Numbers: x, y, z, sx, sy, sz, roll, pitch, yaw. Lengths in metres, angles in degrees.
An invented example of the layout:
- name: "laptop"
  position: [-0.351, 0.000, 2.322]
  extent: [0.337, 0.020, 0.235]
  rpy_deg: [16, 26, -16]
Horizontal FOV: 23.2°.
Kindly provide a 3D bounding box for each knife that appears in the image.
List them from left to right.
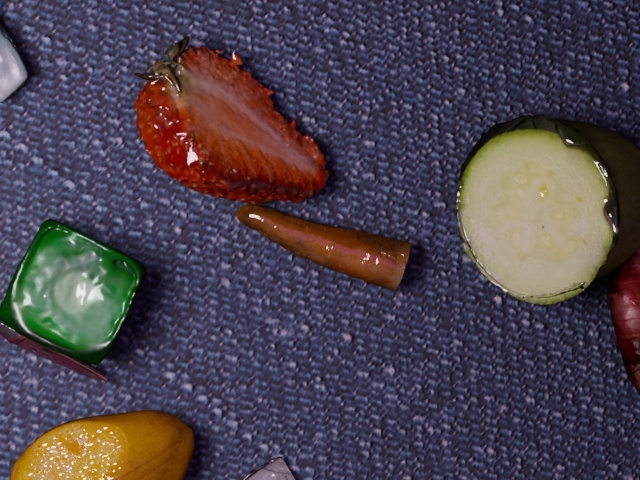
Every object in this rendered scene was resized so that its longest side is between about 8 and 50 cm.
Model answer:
- name: "knife"
  position: [-0.350, 0.104, 1.747]
  extent: [0.247, 0.035, 0.018]
  rpy_deg: [28, 57, -7]

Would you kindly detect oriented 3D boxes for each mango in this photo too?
- name: "mango"
  position: [-0.240, 0.262, 1.743]
  extent: [0.217, 0.102, 0.141]
  rpy_deg: [-27, 73, -13]

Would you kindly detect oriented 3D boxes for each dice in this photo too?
- name: "dice"
  position: [-0.274, 0.056, 1.720]
  extent: [0.131, 0.120, 0.128]
  rpy_deg: [26, 87, -9]

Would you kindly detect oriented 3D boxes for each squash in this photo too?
- name: "squash"
  position: [0.269, -0.039, 1.825]
  extent: [0.220, 0.133, 0.220]
  rpy_deg: [3, 96, 29]

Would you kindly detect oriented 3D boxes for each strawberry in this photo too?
- name: "strawberry"
  position: [-0.120, -0.109, 1.766]
  extent: [0.236, 0.106, 0.175]
  rpy_deg: [52, 44, -9]

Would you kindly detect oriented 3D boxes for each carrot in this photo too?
- name: "carrot"
  position: [0.000, 0.000, 1.814]
  extent: [0.209, 0.061, 0.061]
  rpy_deg: [18, 87, -7]

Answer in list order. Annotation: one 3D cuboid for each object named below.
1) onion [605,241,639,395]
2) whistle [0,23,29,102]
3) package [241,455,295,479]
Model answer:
- name: "onion"
  position: [0.475, 0.088, 1.844]
  extent: [0.272, 0.195, 0.272]
  rpy_deg: [0, 90, -22]
- name: "whistle"
  position: [-0.426, -0.267, 1.700]
  extent: [0.186, 0.093, 0.274]
  rpy_deg: [-43, 102, -9]
- name: "package"
  position: [-0.071, 0.366, 1.814]
  extent: [0.171, 0.027, 0.173]
  rpy_deg: [-35, 93, -9]
